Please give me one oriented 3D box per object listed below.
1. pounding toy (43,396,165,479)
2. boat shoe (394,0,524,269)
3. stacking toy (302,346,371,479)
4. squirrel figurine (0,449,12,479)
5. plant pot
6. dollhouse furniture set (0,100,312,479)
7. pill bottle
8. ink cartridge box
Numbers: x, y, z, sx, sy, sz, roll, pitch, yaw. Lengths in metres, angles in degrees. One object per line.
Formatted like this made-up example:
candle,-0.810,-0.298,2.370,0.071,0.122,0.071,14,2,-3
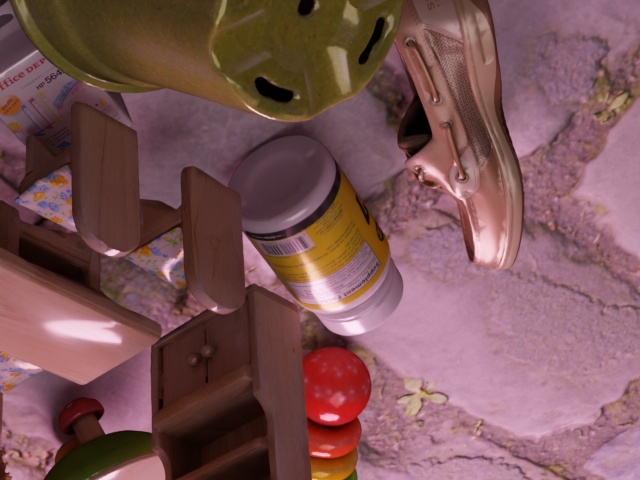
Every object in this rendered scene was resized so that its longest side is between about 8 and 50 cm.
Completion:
pounding toy,-0.231,0.238,1.805,0.183,0.110,0.237,-44,155,26
boat shoe,0.129,-0.111,1.661,0.110,0.121,0.341,-16,122,-4
stacking toy,-0.011,0.267,1.906,0.141,0.141,0.330,-3,124,-21
squirrel figurine,-0.481,0.374,1.698,0.397,0.281,0.370,-33,139,9
plant pot,-0.077,-0.216,1.329,0.276,0.254,0.276,-18,122,-31
dollhouse furniture set,-0.202,0.130,1.544,0.362,0.256,0.394,-31,138,31
pill bottle,0.000,0.000,1.688,0.119,0.119,0.208,-31,133,4
ink cartridge box,-0.251,-0.148,1.477,0.092,0.090,0.143,-33,133,6
